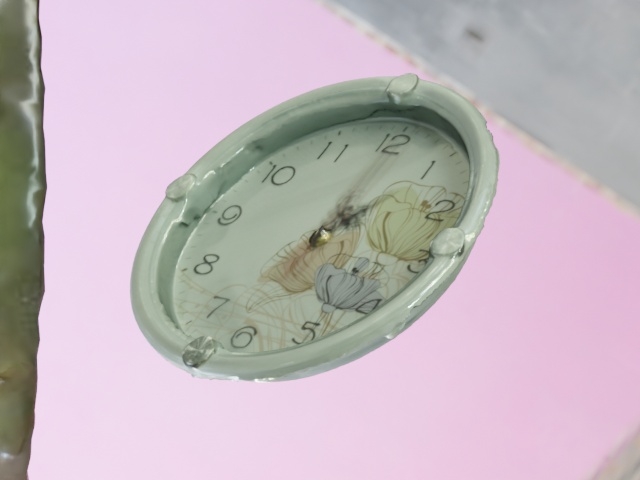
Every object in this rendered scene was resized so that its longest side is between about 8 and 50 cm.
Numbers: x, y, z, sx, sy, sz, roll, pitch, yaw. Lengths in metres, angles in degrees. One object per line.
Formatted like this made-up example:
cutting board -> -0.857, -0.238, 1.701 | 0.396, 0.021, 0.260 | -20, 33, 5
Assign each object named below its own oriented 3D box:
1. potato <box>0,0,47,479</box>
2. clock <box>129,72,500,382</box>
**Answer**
potato -> -0.211, -0.043, 0.544 | 0.112, 0.255, 0.269 | 125, -37, -73
clock -> 0.000, 0.000, 1.092 | 0.236, 0.053, 0.236 | -19, -141, 16
